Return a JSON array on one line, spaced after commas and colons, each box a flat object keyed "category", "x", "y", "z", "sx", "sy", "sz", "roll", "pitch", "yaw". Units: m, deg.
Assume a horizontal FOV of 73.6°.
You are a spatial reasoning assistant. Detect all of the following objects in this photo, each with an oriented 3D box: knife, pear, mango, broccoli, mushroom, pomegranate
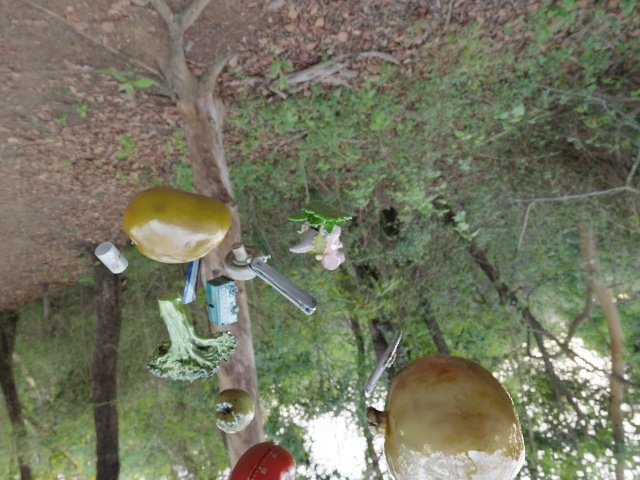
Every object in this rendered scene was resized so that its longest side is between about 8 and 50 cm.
[{"category": "knife", "x": 0.218, "y": 0.439, "z": 1.492, "sx": 0.132, "sy": 0.038, "sz": 0.398, "roll": -54, "pitch": 166, "yaw": -35}, {"category": "pear", "x": -0.339, "y": 0.665, "z": 1.673, "sx": 0.167, "sy": 0.167, "sz": 0.136, "roll": -13, "pitch": 161, "yaw": 7}, {"category": "mango", "x": -0.335, "y": -0.031, "z": 1.018, "sx": 0.255, "sy": 0.175, "sz": 0.139, "roll": 12, "pitch": -170, "yaw": -41}, {"category": "broccoli", "x": -0.618, "y": 0.429, "z": 1.848, "sx": 0.353, "sy": 0.397, "sz": 0.275, "roll": -50, "pitch": -151, "yaw": -7}, {"category": "mushroom", "x": -0.398, "y": 0.089, "z": 2.181, "sx": 0.208, "sy": 0.207, "sz": 0.215, "roll": -11, "pitch": 136, "yaw": -3}, {"category": "knife", "x": -0.125, "y": 0.147, "z": 1.387, "sx": 0.040, "sy": 0.266, "sz": 0.073, "roll": -54, "pitch": 177, "yaw": 26}, {"category": "pomegranate", "x": 0.318, "y": 0.498, "z": 1.144, "sx": 0.412, "sy": 0.411, "sz": 0.411, "roll": -12, "pitch": 170, "yaw": -2}]

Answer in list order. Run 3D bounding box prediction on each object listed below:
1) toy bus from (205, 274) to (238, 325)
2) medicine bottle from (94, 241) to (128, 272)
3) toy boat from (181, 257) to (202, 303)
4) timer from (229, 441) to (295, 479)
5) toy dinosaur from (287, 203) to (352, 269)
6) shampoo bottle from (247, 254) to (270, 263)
[{"category": "toy bus", "x": -0.339, "y": 0.210, "z": 1.464, "sx": 0.079, "sy": 0.160, "sz": 0.092, "roll": 17, "pitch": -155, "yaw": 42}, {"category": "medicine bottle", "x": -0.625, "y": 0.052, "z": 1.282, "sx": 0.057, "sy": 0.057, "sz": 0.089, "roll": -13, "pitch": 137, "yaw": 6}, {"category": "toy boat", "x": -0.441, "y": 0.108, "z": 1.486, "sx": 0.046, "sy": 0.228, "sz": 0.080, "roll": 7, "pitch": 165, "yaw": -9}, {"category": "timer", "x": -0.297, "y": 1.216, "z": 2.154, "sx": 0.279, "sy": 0.377, "sz": 0.378, "roll": 19, "pitch": -179, "yaw": 20}, {"category": "toy dinosaur", "x": -0.007, "y": -0.002, "z": 1.134, "sx": 0.152, "sy": 0.176, "sz": 0.194, "roll": 22, "pitch": -157, "yaw": 30}, {"category": "shampoo bottle", "x": -0.293, "y": 0.093, "z": 2.061, "sx": 0.034, "sy": 0.049, "sz": 0.141, "roll": -34, "pitch": 175, "yaw": 37}]
